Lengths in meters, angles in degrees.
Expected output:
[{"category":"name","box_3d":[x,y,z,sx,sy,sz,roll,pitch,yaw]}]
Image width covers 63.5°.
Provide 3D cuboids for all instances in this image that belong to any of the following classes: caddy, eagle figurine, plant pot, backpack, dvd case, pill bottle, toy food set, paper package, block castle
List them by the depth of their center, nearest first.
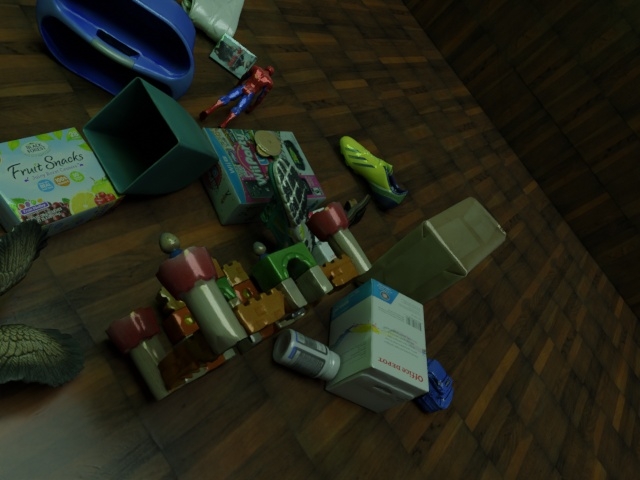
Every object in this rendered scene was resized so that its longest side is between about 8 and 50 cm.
[{"category":"eagle figurine","box_3d":[-0.483,0.112,0.724,0.298,0.226,0.225,-17,53,-44]},{"category":"block castle","box_3d":[-0.144,0.081,0.981,0.453,0.303,0.213,-23,76,-51]},{"category":"plant pot","box_3d":[-0.334,-0.198,1.102,0.165,0.165,0.234,57,13,11]},{"category":"pill bottle","box_3d":[-0.029,0.254,1.133,0.137,0.078,0.078,30,43,-24]},{"category":"caddy","box_3d":[-0.445,-0.451,1.160,0.341,0.241,0.179,28,38,-25]},{"category":"toy food set","box_3d":[-0.134,-0.245,1.319,0.082,0.020,0.083,0,59,-44]},{"category":"backpack","box_3d":[0.285,0.377,1.326,0.098,0.101,0.120,-33,89,-44]},{"category":"paper package","box_3d":[0.305,0.054,1.429,0.168,0.309,0.324,53,38,9]},{"category":"dvd case","box_3d":[-0.260,-0.549,1.548,0.119,0.013,0.087,34,85,-22]}]

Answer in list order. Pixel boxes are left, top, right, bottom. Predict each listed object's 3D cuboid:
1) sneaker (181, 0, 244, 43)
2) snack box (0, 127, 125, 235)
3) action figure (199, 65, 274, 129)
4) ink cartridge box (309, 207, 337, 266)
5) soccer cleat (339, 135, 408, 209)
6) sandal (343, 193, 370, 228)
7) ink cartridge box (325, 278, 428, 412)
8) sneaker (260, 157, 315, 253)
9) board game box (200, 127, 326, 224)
[{"category":"sneaker","box_3d":[-0.335,-0.744,1.598,0.169,0.108,0.293,27,46,-31]},{"category":"snack box","box_3d":[-0.505,-0.105,0.959,0.174,0.070,0.207,53,37,2]},{"category":"action figure","box_3d":[-0.230,-0.393,1.453,0.091,0.139,0.280,45,61,-12]},{"category":"ink cartridge box","box_3d":[0.000,0.000,1.372,0.109,0.063,0.150,-23,78,-50]},{"category":"soccer cleat","box_3d":[0.175,-0.235,1.679,0.289,0.121,0.093,53,39,3]},{"category":"sandal","box_3d":[0.087,-0.082,1.523,0.060,0.090,0.219,34,44,13]},{"category":"ink cartridge box","box_3d":[0.131,0.250,1.218,0.171,0.168,0.233,29,43,-24]},{"category":"sneaker","box_3d":[-0.089,-0.059,1.199,0.107,0.109,0.275,-70,156,-49]},{"category":"board game box","box_3d":[-0.156,-0.168,1.329,0.303,0.097,0.224,-11,67,-47]}]
